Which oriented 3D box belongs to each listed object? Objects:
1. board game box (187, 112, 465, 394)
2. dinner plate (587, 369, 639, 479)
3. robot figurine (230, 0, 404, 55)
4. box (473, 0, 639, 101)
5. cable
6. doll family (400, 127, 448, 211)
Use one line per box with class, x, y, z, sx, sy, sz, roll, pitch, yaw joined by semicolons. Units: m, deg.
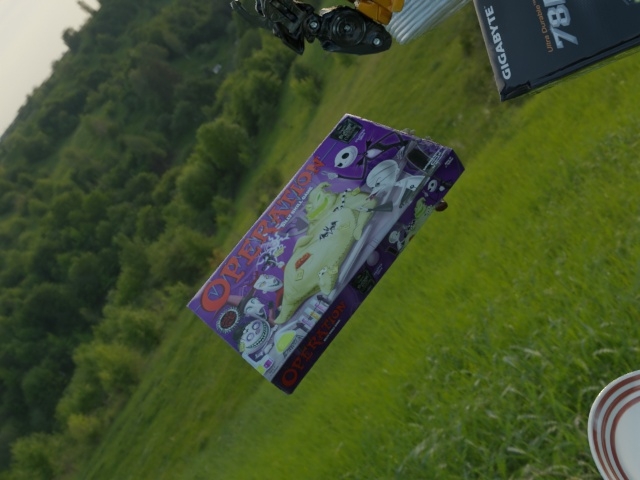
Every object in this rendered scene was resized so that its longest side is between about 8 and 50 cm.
board game box;0.000;0.000;0.876;0.347;0.056;0.208;-52;39;-9
dinner plate;0.251;0.144;0.460;0.141;0.141;0.017;-83;-6;-49
robot figurine;-0.028;-0.259;0.475;0.211;0.291;0.085;-58;24;20
box;0.283;-0.339;0.767;0.073;0.295;0.293;-15;1;-30
cable;0.213;-0.432;1.168;0.257;0.089;0.257;-37;5;22
doll family;0.177;-0.112;1.165;0.076;0.193;0.111;-34;70;30
